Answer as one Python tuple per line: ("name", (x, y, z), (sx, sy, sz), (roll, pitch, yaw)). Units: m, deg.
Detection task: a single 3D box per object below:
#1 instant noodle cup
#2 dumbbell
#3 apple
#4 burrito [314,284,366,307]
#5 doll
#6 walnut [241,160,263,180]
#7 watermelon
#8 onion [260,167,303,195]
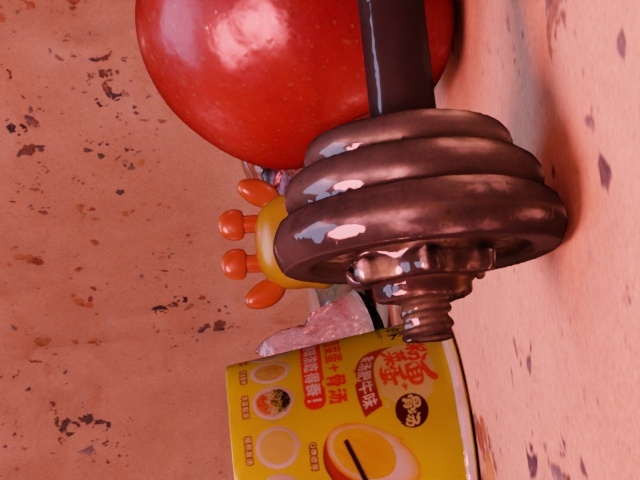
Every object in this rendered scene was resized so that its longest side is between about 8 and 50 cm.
("instant noodle cup", (0.025, 0.225, 1.271), (0.311, 0.221, 0.311), (175, 90, -86))
("dumbbell", (0.044, -0.140, 0.778), (0.179, 0.179, 0.406), (104, 161, -79))
("apple", (-0.014, -0.183, 1.047), (0.216, 0.260, 0.260), (58, 172, 8))
("burrito", (0.033, 0.076, 2.004), (0.144, 0.089, 0.229), (92, 170, -45))
("doll", (0.000, 0.000, 1.375), (0.135, 0.220, 0.143), (83, -175, -85))
("walnut", (-0.027, -0.143, 1.843), (0.213, 0.213, 0.213), (175, 90, -86))
("watermelon", (0.028, 0.156, 1.777), (0.136, 0.202, 0.207), (-56, -4, -15))
("onion", (0.021, -0.082, 1.619), (0.218, 0.139, 0.195), (50, -150, -50))
